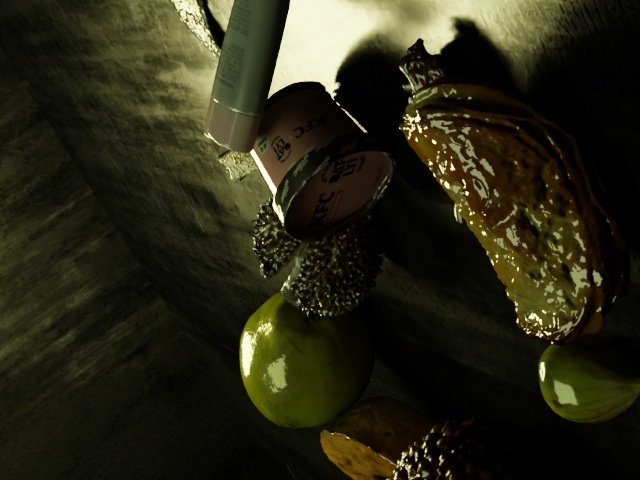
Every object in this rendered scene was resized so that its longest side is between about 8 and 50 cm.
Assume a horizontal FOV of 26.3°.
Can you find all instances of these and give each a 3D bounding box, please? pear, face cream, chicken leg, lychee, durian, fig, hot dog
[{"bbox_3d":[-0.023,0.181,2.101,0.212,0.212,0.269,48,150,25],"label":"pear"},{"bbox_3d":[-0.080,-0.202,1.536,0.084,0.057,0.198,39,120,50],"label":"face cream"},{"bbox_3d":[0.130,-0.101,1.335,0.089,0.048,0.219,36,156,58],"label":"chicken leg"},{"bbox_3d":[0.201,0.355,1.713,0.264,0.264,0.300,44,143,34],"label":"lychee"},{"bbox_3d":[0.000,0.000,1.796,0.196,0.167,0.196,23,142,20],"label":"durian"},{"bbox_3d":[0.280,0.148,1.337,0.166,0.093,0.093,28,150,57],"label":"fig"},{"bbox_3d":[0.178,-0.041,1.205,0.259,0.114,0.175,59,169,-9],"label":"hot dog"}]

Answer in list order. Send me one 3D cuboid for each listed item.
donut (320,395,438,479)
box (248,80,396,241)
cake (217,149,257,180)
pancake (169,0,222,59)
[{"bbox_3d":[0.138,0.342,2.072,0.277,0.108,0.277,35,160,14],"label":"donut"},{"bbox_3d":[-0.008,-0.098,1.592,0.135,0.151,0.151,56,168,29],"label":"box"},{"bbox_3d":[-0.097,-0.126,1.966,0.052,0.065,0.121,54,158,-8],"label":"cake"},{"bbox_3d":[-0.174,-0.328,1.833,0.184,0.020,0.190,51,166,17],"label":"pancake"}]
